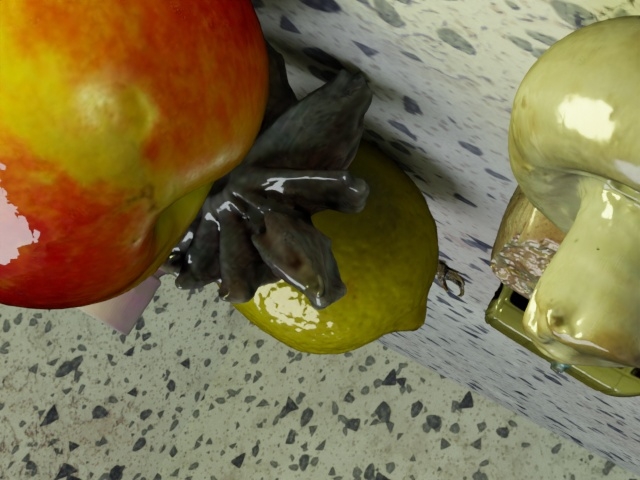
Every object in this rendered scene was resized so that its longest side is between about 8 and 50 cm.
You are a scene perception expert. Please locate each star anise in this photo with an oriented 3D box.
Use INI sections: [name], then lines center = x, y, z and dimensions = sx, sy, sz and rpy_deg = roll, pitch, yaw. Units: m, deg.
[star anise]
center = -0.073, -0.058, 1.174
dimensions = 0.359, 0.316, 0.139
rpy_deg = 56, -168, 31

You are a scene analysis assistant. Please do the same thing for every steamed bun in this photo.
[steamed bun]
center = 0.223, 0.007, 1.030
dimensions = 0.144, 0.106, 0.175
rpy_deg = 30, 170, 5

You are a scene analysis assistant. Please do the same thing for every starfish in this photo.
[starfish]
center = 0.182, 0.052, 1.786
dimensions = 0.078, 0.028, 0.091
rpy_deg = 22, 168, 17

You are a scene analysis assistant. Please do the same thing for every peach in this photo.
[peach]
center = -0.236, -0.138, 0.967
dimensions = 0.388, 0.388, 0.388
rpy_deg = 30, 173, 4

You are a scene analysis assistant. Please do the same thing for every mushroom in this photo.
[mushroom]
center = 0.185, -0.016, 0.672
dimensions = 0.204, 0.204, 0.204
rpy_deg = 30, 173, 4

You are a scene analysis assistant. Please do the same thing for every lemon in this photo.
[lemon]
center = -0.001, 0.000, 1.331
dimensions = 0.267, 0.267, 0.267
rpy_deg = 30, 173, 4

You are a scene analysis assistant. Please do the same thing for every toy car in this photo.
[toy car]
center = 0.301, 0.098, 1.246
dimensions = 0.256, 0.124, 0.101
rpy_deg = 31, 174, 6

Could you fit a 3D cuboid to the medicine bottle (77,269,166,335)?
[medicine bottle]
center = -0.228, -0.074, 1.426
dimensions = 0.212, 0.325, 0.212
rpy_deg = 32, 172, 5
